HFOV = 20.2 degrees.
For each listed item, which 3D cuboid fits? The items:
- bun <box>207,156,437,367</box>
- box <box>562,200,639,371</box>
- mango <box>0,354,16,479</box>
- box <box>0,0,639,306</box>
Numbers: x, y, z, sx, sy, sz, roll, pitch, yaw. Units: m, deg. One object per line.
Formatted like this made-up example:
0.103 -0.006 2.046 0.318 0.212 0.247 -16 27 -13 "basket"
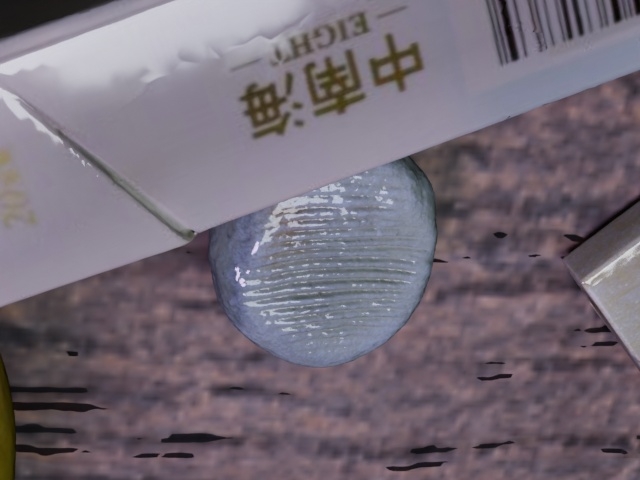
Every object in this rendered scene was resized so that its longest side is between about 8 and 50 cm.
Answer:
0.000 0.000 0.581 0.083 0.045 0.083 -7 119 -13 "bun"
0.167 0.040 0.662 0.090 0.024 0.167 -37 120 3 "box"
-0.154 0.072 0.548 0.130 0.092 0.194 -20 127 -9 "mango"
-0.010 -0.075 0.482 0.243 0.155 0.067 -20 117 -6 "box"
